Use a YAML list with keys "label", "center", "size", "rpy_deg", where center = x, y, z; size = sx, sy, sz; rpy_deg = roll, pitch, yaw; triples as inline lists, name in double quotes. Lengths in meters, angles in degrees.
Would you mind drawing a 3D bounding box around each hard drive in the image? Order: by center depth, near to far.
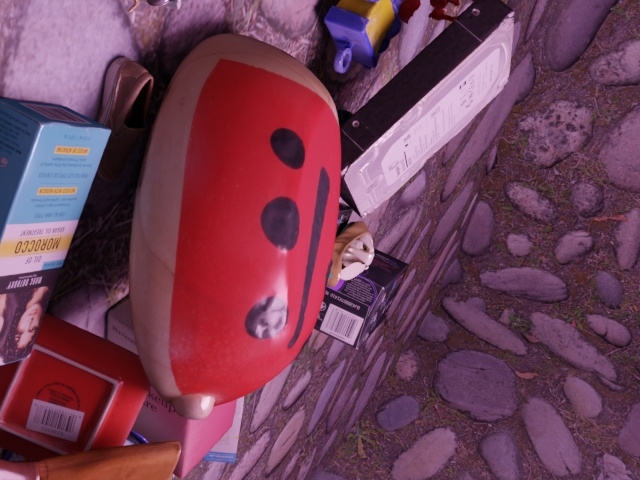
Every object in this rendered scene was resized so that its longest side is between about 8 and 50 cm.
- label: "hard drive"
  center: [0.154, -0.193, 1.230]
  size: [0.339, 0.064, 0.237]
  rpy_deg: [-42, 162, -3]

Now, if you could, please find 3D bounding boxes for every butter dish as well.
- label: "butter dish"
  center: [-0.275, 0.158, 0.891]
  size: [0.160, 0.160, 0.118]
  rpy_deg: [-64, -173, 9]

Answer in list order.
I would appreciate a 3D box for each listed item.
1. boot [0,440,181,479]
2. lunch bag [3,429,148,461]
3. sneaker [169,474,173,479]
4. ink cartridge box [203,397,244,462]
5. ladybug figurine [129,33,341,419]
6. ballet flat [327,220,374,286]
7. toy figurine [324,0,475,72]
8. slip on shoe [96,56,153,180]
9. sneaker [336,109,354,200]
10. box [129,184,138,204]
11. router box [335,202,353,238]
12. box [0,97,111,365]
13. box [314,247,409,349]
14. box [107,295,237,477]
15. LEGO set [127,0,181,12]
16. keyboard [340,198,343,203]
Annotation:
- label: "boot"
  center: [-0.269, 0.221, 0.765]
  size: [0.280, 0.096, 0.264]
  rpy_deg: [4, 121, -26]
- label: "lunch bag"
  center: [-0.284, 0.257, 0.993]
  size: [0.096, 0.129, 0.151]
  rpy_deg: [-63, 162, 3]
- label: "sneaker"
  center: [-0.348, 0.401, 0.970]
  size: [0.410, 0.158, 0.182]
  rpy_deg: [-45, 141, -24]
- label: "ink cartridge box"
  center: [-0.171, 0.305, 1.448]
  size: [0.104, 0.061, 0.181]
  rpy_deg: [-89, -172, -47]
- label: "ladybug figurine"
  center: [-0.077, -0.024, 0.893]
  size: [0.305, 0.162, 0.449]
  rpy_deg: [53, 41, -63]
- label: "ballet flat"
  center: [0.042, 0.027, 1.236]
  size: [0.232, 0.073, 0.080]
  rpy_deg: [-29, 140, -61]
- label: "toy figurine"
  center: [0.092, -0.329, 1.129]
  size: [0.217, 0.191, 0.362]
  rpy_deg: [-56, 162, -5]
- label: "slip on shoe"
  center: [-0.199, -0.117, 0.822]
  size: [0.051, 0.041, 0.135]
  rpy_deg: [-32, 146, -59]
- label: "sneaker"
  center: [0.028, -0.125, 1.413]
  size: [0.081, 0.080, 0.211]
  rpy_deg: [-17, 134, -63]
- label: "box"
  center: [-0.173, -0.073, 0.992]
  size: [0.094, 0.027, 0.137]
  rpy_deg: [-62, 163, 2]
- label: "router box"
  center: [0.000, 0.000, 1.270]
  size: [0.122, 0.038, 0.092]
  rpy_deg: [-69, 163, 13]
- label: "box"
  center: [-0.280, -0.002, 0.728]
  size: [0.244, 0.060, 0.100]
  rpy_deg: [-67, 163, 13]
- label: "box"
  center: [0.063, 0.100, 1.680]
  size: [0.143, 0.165, 0.270]
  rpy_deg: [-68, 168, 14]
- label: "box"
  center: [-0.198, 0.181, 1.095]
  size: [0.127, 0.148, 0.232]
  rpy_deg: [-42, 153, -47]
- label: "LEGO set"
  center: [-0.155, -0.305, 0.548]
  size: [0.287, 0.132, 0.107]
  rpy_deg: [84, 28, -51]
- label: "keyboard"
  center: [0.019, -0.042, 1.637]
  size: [0.256, 0.014, 0.072]
  rpy_deg: [-69, 168, 21]
